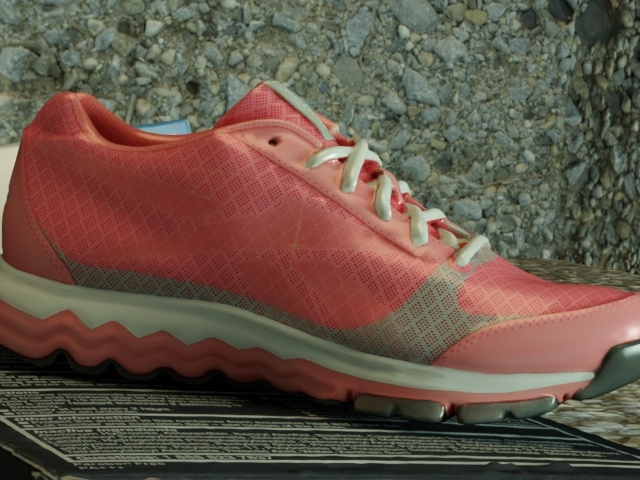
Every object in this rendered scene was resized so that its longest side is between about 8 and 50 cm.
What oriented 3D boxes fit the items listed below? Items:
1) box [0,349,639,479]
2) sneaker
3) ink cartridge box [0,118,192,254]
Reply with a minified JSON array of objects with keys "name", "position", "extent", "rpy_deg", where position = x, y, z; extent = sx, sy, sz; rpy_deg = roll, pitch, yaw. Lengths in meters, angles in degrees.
[{"name":"box","position":[-0.031,0.156,0.861],"extent":[0.296,0.182,0.294],"rpy_deg":[4,6,-26]},{"name":"sneaker","position":[-0.001,0.000,0.873],"extent":[0.314,0.136,0.116],"rpy_deg":[7,5,11]},{"name":"ink cartridge box","position":[-0.210,0.066,1.067],"extent":[0.307,0.129,0.223],"rpy_deg":[-8,-32,-10]}]
